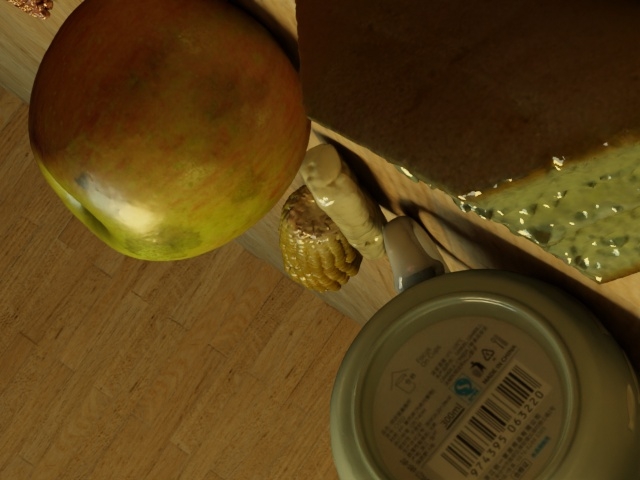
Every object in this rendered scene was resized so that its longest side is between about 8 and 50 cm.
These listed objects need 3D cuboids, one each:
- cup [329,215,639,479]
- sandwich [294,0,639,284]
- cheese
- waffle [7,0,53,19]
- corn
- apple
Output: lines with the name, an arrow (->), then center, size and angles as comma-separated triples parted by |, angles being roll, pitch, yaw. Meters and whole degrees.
cup -> 0.135, 0.126, 1.142 | 0.356, 0.259, 0.274 | 67, -171, 26
sandwich -> 0.073, -0.053, 0.515 | 0.094, 0.096, 0.258 | 32, -179, -45
cheese -> 0.027, -0.031, 1.192 | 0.065, 0.043, 0.194 | 59, -176, 22
waffle -> -0.314, -0.260, 1.385 | 0.083, 0.029, 0.075 | 29, 174, 27
corn -> 0.000, 0.000, 1.467 | 0.097, 0.097, 0.320 | 34, 173, 7
apple -> -0.106, -0.081, 0.908 | 0.196, 0.196, 0.196 | 34, 175, 3
